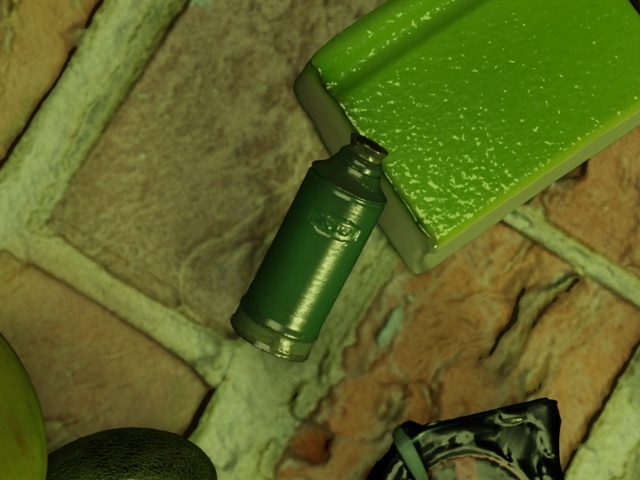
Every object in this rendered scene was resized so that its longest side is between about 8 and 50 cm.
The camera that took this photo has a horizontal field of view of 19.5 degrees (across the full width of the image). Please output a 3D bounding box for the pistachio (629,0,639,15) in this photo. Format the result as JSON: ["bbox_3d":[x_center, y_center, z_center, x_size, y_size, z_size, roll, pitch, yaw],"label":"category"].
[{"bbox_3d":[0.324,-0.210,1.604,0.113,0.113,0.149,-34,96,-10],"label":"pistachio"}]

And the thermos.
[{"bbox_3d":[0.002,0.002,1.512,0.073,0.083,0.188,35,107,25],"label":"thermos"}]

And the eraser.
[{"bbox_3d":[0.138,-0.132,1.579,0.274,0.092,0.210,-32,80,-11],"label":"eraser"}]

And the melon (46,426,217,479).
[{"bbox_3d":[-0.152,0.205,1.474,0.167,0.114,0.114,-5,77,-1],"label":"melon"}]

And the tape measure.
[{"bbox_3d":[0.116,0.227,1.486,0.181,0.107,0.182,-5,77,-7],"label":"tape measure"}]

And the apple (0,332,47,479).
[{"bbox_3d":[-0.375,0.175,1.376,0.305,0.338,0.338,31,77,-15],"label":"apple"}]
